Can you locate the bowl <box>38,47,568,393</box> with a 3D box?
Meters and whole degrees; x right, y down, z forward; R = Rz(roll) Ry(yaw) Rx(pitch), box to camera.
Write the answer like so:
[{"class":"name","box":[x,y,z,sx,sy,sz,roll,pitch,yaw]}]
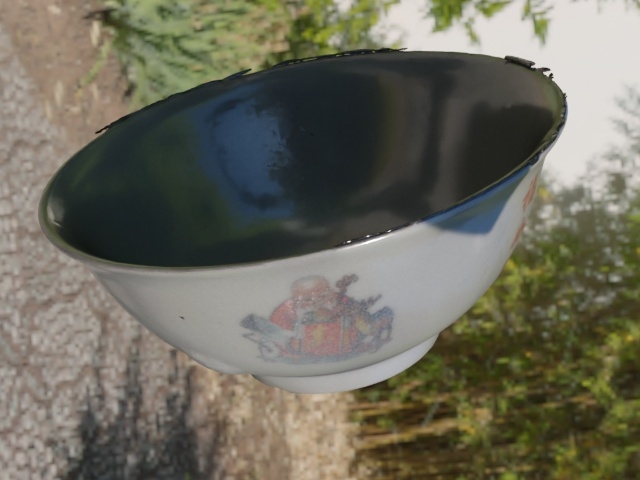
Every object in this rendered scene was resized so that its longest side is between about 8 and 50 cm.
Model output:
[{"class":"bowl","box":[0.000,0.000,0.789,0.345,0.345,0.157,-76,157,-63]}]
